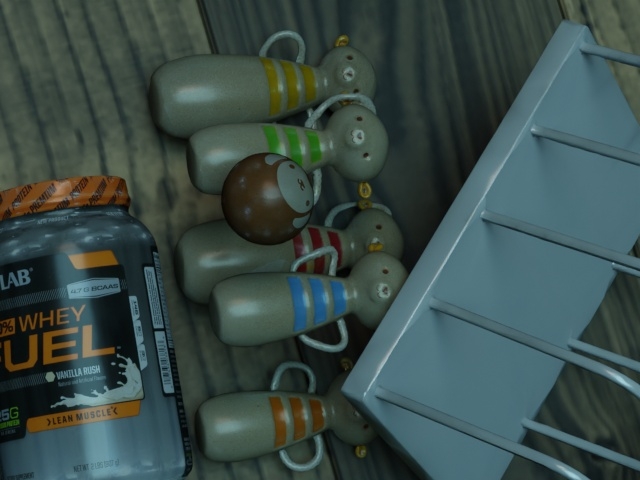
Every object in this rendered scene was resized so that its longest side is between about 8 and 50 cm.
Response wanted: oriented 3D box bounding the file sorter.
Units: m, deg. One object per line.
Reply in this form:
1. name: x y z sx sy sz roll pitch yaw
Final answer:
1. file sorter: 0.182 0.045 1.224 0.277 0.173 0.193 -58 142 -15

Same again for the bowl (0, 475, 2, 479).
1. bowl: -0.242 0.161 1.174 0.080 0.170 0.170 3 77 -59

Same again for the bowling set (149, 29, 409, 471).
1. bowling set: 0.000 0.000 1.221 0.154 0.200 0.287 -7 87 -17

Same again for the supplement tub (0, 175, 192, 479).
1. supplement tub: -0.148 0.062 1.209 0.117 0.117 0.190 -9 84 -16
